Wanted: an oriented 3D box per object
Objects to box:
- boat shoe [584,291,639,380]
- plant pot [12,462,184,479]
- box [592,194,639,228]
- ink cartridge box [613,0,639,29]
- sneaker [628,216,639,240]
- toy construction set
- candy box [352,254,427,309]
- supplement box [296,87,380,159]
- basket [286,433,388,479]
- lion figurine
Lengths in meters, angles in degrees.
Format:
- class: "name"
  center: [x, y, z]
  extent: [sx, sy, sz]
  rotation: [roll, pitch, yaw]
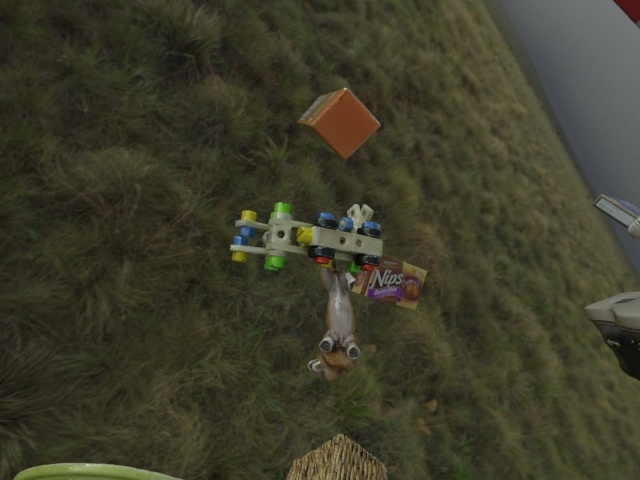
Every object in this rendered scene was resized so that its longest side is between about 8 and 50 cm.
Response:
- class: "boat shoe"
  center: [0.614, 0.179, 0.735]
  extent: [0.158, 0.127, 0.341]
  rotation: [67, 15, 14]
- class: "plant pot"
  center: [-0.266, 0.433, 0.448]
  extent: [0.276, 0.276, 0.253]
  rotation: [42, 30, -28]
- class: "box"
  center: [0.746, -0.047, 0.943]
  extent: [0.226, 0.036, 0.136]
  rotation: [3, 37, -38]
- class: "ink cartridge box"
  center: [0.656, -0.342, 0.551]
  extent: [0.384, 0.161, 0.279]
  rotation: [55, 0, 7]
- class: "sneaker"
  center: [0.568, -0.008, 0.539]
  extent: [0.094, 0.235, 0.152]
  rotation: [-13, 75, -40]
- class: "toy construction set"
  center: [0.000, 0.000, 0.820]
  extent: [0.328, 0.215, 0.150]
  rotation: [-6, 88, -30]
- class: "candy box"
  center: [0.175, 0.100, 1.003]
  extent: [0.187, 0.053, 0.109]
  rotation: [21, 86, -36]
- class: "supplement box"
  center: [0.020, -0.196, 0.675]
  extent: [0.078, 0.080, 0.233]
  rotation: [42, 9, -17]
- class: "basket"
  center: [0.030, 0.680, 0.980]
  extent: [0.214, 0.223, 0.299]
  rotation: [39, 30, -9]
- class: "lion figurine"
  center: [0.049, 0.198, 1.118]
  extent: [0.240, 0.142, 0.391]
  rotation: [71, 26, -81]
